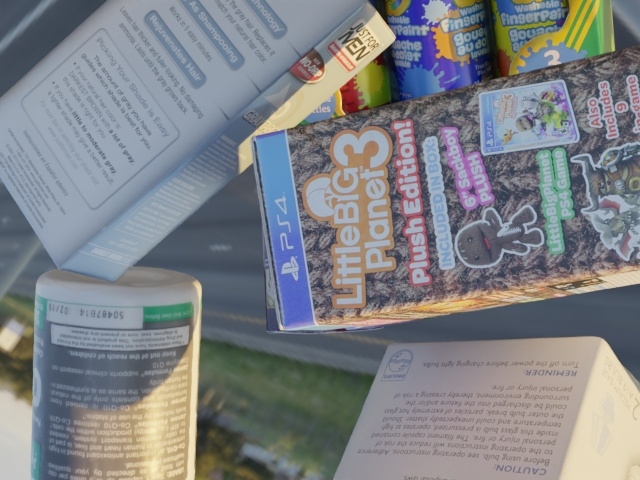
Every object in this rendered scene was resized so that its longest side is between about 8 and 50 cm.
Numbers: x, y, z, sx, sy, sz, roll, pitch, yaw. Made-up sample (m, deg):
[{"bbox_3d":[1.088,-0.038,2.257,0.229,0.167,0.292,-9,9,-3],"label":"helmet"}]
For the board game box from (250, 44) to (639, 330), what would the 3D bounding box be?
[{"bbox_3d":[0.132,-0.024,0.801,0.291,0.141,0.232,-11,172,18],"label":"board game box"}]

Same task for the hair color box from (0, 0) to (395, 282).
[{"bbox_3d":[-0.135,-0.151,1.028,0.185,0.374,0.113,53,-171,19],"label":"hair color box"}]

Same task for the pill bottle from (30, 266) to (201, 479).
[{"bbox_3d":[-0.256,0.221,1.331,0.204,0.361,0.204,3,-175,0],"label":"pill bottle"}]

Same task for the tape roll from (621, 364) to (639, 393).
[{"bbox_3d":[0.439,0.329,1.670,0.246,0.169,0.246,61,177,5],"label":"tape roll"}]

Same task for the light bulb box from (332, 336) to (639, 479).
[{"bbox_3d":[0.170,0.331,0.919,0.225,0.361,0.358,-8,134,41],"label":"light bulb box"}]

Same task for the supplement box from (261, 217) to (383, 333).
[{"bbox_3d":[0.000,0.000,1.087,0.081,0.188,0.104,0,176,-35],"label":"supplement box"}]

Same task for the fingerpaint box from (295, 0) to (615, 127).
[{"bbox_3d":[0.153,-0.311,1.422,0.445,0.163,0.371,-2,110,21],"label":"fingerpaint box"}]
